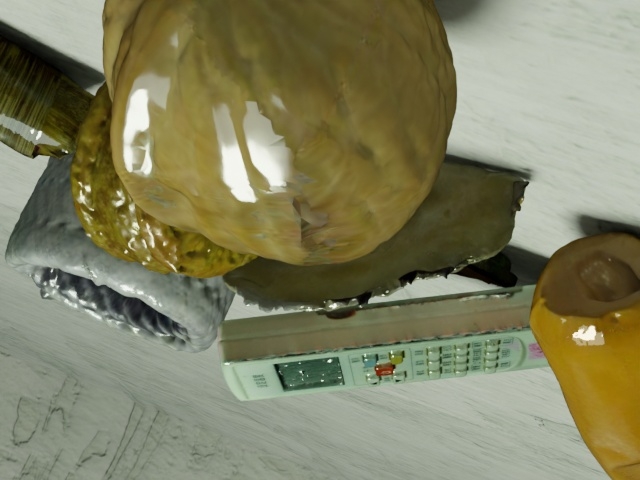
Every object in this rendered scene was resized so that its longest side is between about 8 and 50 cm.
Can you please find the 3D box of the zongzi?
[{"bbox_3d":[-0.298,-0.143,1.486,0.187,0.084,0.184,35,175,-13],"label":"zongzi"}]

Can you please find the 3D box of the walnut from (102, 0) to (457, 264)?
[{"bbox_3d":[-0.026,-0.098,0.970,0.225,0.225,0.261,17,158,23],"label":"walnut"}]

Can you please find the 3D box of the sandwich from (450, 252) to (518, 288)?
[{"bbox_3d":[0.124,0.014,1.471,0.101,0.026,0.069,16,167,38],"label":"sandwich"}]

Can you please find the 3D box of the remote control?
[{"bbox_3d":[0.084,0.091,1.457,0.344,0.050,0.145,-7,160,3],"label":"remote control"}]

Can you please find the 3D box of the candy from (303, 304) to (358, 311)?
[{"bbox_3d":[-0.051,-0.031,1.467,0.246,0.069,0.149,42,156,-2],"label":"candy"}]

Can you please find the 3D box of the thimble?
[{"bbox_3d":[-0.185,-0.002,1.627,0.245,0.157,0.217,9,157,41],"label":"thimble"}]

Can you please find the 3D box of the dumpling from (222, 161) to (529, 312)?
[{"bbox_3d":[0.003,-0.001,1.313,0.332,0.166,0.086,12,161,32],"label":"dumpling"}]

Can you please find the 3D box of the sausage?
[{"bbox_3d":[0.274,0.127,1.369,0.134,0.116,0.354,-22,138,8],"label":"sausage"}]

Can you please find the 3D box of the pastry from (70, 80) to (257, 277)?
[{"bbox_3d":[-0.097,-0.064,1.236,0.103,0.188,0.189,21,166,35],"label":"pastry"}]
